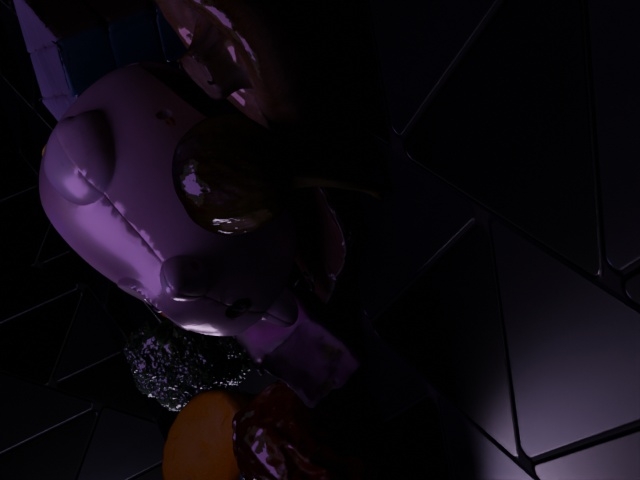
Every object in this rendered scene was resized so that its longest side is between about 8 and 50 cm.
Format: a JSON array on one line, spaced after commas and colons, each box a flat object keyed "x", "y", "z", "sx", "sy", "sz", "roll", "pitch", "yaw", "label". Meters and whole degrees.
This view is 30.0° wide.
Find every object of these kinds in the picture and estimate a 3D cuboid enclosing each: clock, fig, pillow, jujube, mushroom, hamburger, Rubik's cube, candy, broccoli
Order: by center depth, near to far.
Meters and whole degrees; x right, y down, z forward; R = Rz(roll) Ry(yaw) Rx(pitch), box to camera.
[{"x": -0.048, "y": -0.069, "z": 1.385, "sx": 0.149, "sy": 0.245, "sz": 0.149, "roll": 5, "pitch": -90, "yaw": -79, "label": "fig"}, {"x": -0.098, "y": -0.239, "z": 1.412, "sx": 0.278, "sy": 0.146, "sz": 0.278, "roll": 47, "pitch": 170, "yaw": 10, "label": "mushroom"}, {"x": -0.181, "y": -0.057, "z": 1.608, "sx": 0.368, "sy": 0.250, "sz": 0.376, "roll": 20, "pitch": -153, "yaw": -53, "label": "clock"}, {"x": 0.000, "y": 0.000, "z": 1.613, "sx": 0.126, "sy": 0.043, "sz": 0.232, "roll": 61, "pitch": 161, "yaw": 21, "label": "pillow"}, {"x": -0.071, "y": 0.119, "z": 1.774, "sx": 0.155, "sy": 0.116, "sz": 0.265, "roll": 41, "pitch": -179, "yaw": -42, "label": "candy"}, {"x": -0.307, "y": -0.287, "z": 1.788, "sx": 0.221, "sy": 0.225, "sz": 0.231, "roll": 47, "pitch": 154, "yaw": 42, "label": "Rubik's cube"}, {"x": 0.013, "y": 0.369, "z": 1.831, "sx": 0.342, "sy": 0.216, "sz": 0.216, "roll": 56, "pitch": 160, "yaw": 8, "label": "jujube"}, {"x": -0.154, "y": 0.386, "z": 2.129, "sx": 0.170, "sy": 0.246, "sz": 0.246, "roll": 27, "pitch": -167, "yaw": -45, "label": "hamburger"}, {"x": -0.238, "y": 0.192, "z": 2.255, "sx": 0.270, "sy": 0.270, "sz": 0.270, "roll": 105, "pitch": 169, "yaw": -62, "label": "broccoli"}]

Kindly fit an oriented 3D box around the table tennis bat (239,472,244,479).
[{"x": -0.084, "y": 0.430, "z": 1.958, "sx": 0.124, "sy": 0.033, "sz": 0.201, "roll": 62, "pitch": 178, "yaw": 46, "label": "table tennis bat"}]
